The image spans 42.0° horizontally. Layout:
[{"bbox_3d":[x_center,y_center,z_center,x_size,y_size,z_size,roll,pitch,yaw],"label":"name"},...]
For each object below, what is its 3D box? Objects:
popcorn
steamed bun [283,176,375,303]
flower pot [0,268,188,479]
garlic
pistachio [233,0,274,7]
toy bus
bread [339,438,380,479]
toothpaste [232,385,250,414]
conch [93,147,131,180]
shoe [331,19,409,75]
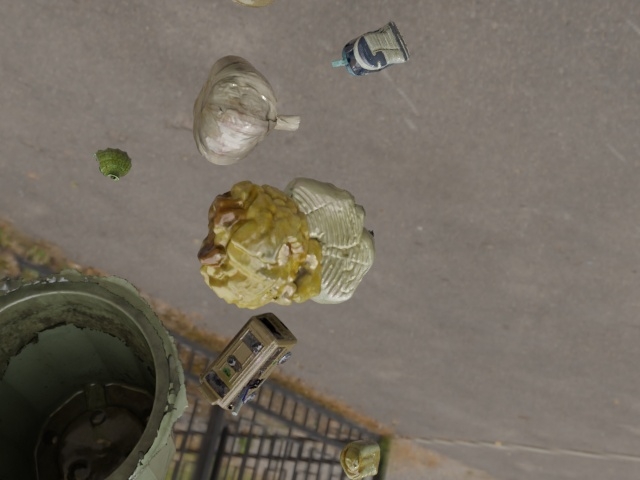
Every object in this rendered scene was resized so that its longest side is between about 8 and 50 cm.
[{"bbox_3d":[-0.123,0.030,1.798,0.332,0.265,0.225,39,-177,-36],"label":"popcorn"},{"bbox_3d":[0.000,0.000,2.149,0.275,0.319,0.206,1,180,-8],"label":"steamed bun"},{"bbox_3d":[-0.279,0.215,0.961,0.291,0.290,0.259,10,150,8],"label":"flower pot"},{"bbox_3d":[-0.138,-0.244,1.648,0.212,0.218,0.218,13,157,-24],"label":"garlic"},{"bbox_3d":[-0.161,-0.519,1.516,0.226,0.135,0.136,35,148,-27],"label":"pistachio"},{"bbox_3d":[-0.211,0.346,2.347,0.139,0.289,0.157,47,-165,20],"label":"toy bus"},{"bbox_3d":[0.050,0.279,1.064,0.034,0.049,0.088,-5,172,23],"label":"bread"},{"bbox_3d":[-0.197,0.395,2.068,0.024,0.083,0.015,-12,128,34],"label":"toothpaste"},{"bbox_3d":[-0.476,-0.174,1.897,0.089,0.121,0.074,19,120,-16],"label":"conch"},{"bbox_3d":[0.080,-0.276,1.217,0.071,0.143,0.063,-16,104,40],"label":"shoe"}]
